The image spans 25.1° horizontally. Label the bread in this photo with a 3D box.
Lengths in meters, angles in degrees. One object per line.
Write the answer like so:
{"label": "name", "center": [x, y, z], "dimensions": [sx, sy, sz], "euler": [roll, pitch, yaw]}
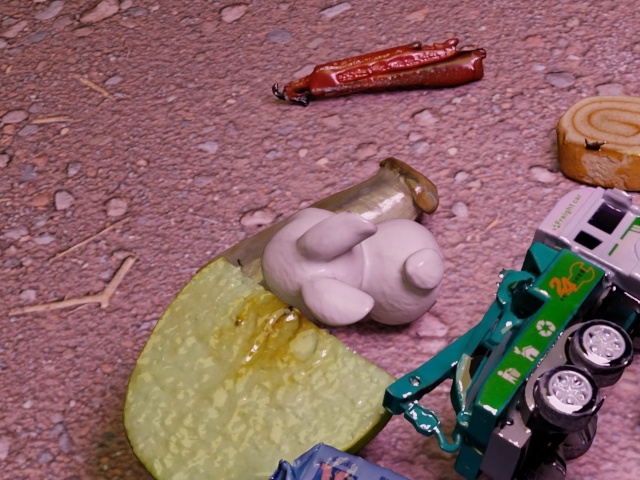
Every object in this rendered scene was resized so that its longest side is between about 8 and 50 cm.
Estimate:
{"label": "bread", "center": [0.364, -0.126, 1.766], "dimensions": [0.149, 0.073, 0.122], "euler": [12, 46, 29]}

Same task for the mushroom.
{"label": "mushroom", "center": [0.000, 0.000, 1.740], "dimensions": [0.312, 0.081, 0.100], "euler": [-29, 39, -9]}

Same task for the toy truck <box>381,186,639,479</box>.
{"label": "toy truck", "center": [0.236, 0.097, 1.446], "dimensions": [0.178, 0.176, 0.363], "euler": [35, 55, 19]}

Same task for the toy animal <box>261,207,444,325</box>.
{"label": "toy animal", "center": [0.042, 0.032, 1.592], "dimensions": [0.193, 0.127, 0.178], "euler": [8, -2, -40]}

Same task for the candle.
{"label": "candle", "center": [0.080, -0.229, 1.985], "dimensions": [0.301, 0.059, 0.084], "euler": [-10, 32, 7]}

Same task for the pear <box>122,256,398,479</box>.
{"label": "pear", "center": [-0.076, 0.187, 1.505], "dimensions": [0.288, 0.139, 0.239], "euler": [33, 63, 33]}

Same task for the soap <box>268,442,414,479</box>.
{"label": "soap", "center": [0.093, 0.278, 1.330], "dimensions": [0.293, 0.156, 0.077], "euler": [19, 69, 33]}
